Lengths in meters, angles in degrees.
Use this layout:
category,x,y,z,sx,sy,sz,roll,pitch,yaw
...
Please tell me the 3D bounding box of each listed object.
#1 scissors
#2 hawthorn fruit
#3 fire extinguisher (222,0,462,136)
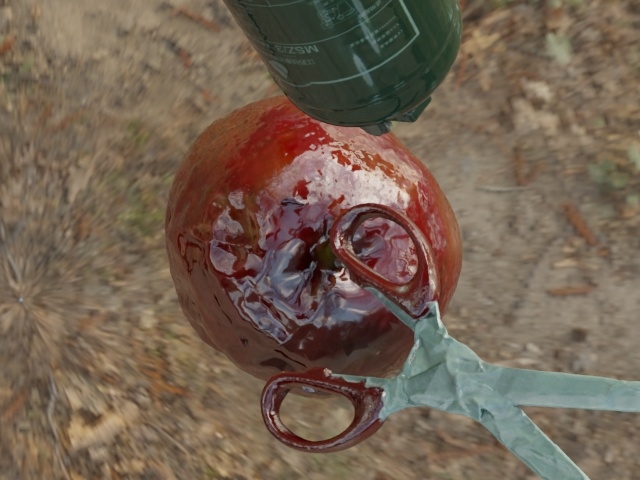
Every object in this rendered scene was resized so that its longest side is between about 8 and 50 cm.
category,x,y,z,sx,sy,sz,roll,pitch,yaw
scissors,0.081,0.076,0.884,0.017,0.247,0.144,24,88,-53
hawthorn fruit,0.000,0.000,1.221,0.210,0.266,0.230,-32,93,-11
fire extinguisher,-0.010,-0.135,0.739,0.114,0.311,0.095,23,71,35
